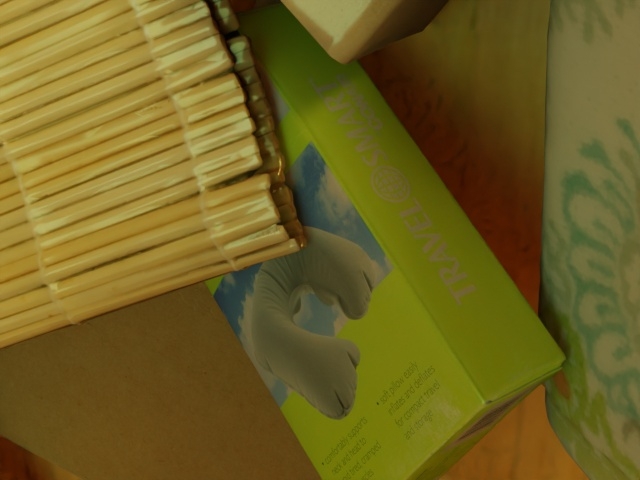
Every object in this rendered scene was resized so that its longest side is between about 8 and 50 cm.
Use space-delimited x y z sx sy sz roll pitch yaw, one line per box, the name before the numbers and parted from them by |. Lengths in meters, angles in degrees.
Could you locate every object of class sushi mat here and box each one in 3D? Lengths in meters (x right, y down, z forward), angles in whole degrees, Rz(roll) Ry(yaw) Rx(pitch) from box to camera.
sushi mat | -0.166 -0.021 0.495 0.317 0.019 0.151 -19 96 22

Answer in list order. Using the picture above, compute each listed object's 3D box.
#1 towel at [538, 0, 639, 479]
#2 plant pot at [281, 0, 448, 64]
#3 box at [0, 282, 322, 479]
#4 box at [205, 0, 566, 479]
towel | 0.150 -0.040 0.292 0.320 0.090 0.374 -131 35 -55
plant pot | 0.019 -0.133 0.434 0.096 0.109 0.109 -42 89 22
box | -0.072 0.052 0.612 0.201 0.021 0.164 24 121 17
box | 0.000 0.000 0.489 0.178 0.042 0.109 57 144 18
